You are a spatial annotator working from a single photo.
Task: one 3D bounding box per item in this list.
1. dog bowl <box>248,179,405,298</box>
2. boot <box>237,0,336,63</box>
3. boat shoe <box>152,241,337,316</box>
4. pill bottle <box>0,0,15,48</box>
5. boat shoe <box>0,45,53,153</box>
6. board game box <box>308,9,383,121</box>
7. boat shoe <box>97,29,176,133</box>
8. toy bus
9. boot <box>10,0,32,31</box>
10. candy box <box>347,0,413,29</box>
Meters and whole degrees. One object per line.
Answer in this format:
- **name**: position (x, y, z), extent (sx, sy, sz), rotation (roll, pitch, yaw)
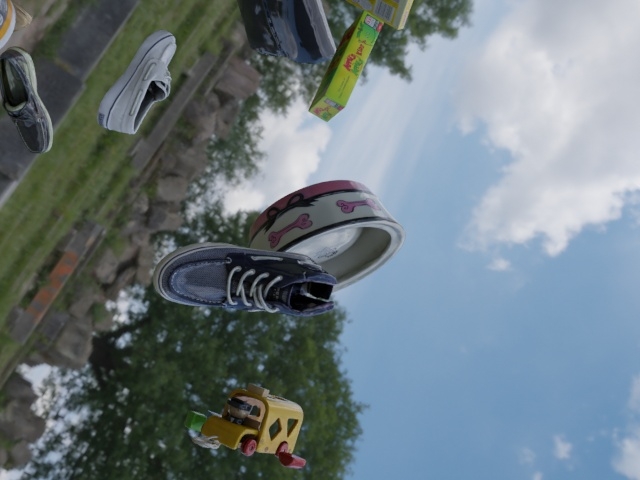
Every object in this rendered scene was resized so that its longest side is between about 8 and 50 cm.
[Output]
- **dog bowl**: position (0.000, 0.000, 1.834), extent (0.408, 0.408, 0.150), rotation (-41, -120, 35)
- **boot**: position (-0.026, -0.505, 1.469), extent (0.146, 0.367, 0.445), rotation (-54, 162, -18)
- **boat shoe**: position (-0.130, 0.078, 1.359), extent (0.158, 0.341, 0.127), rotation (26, -66, 60)
- **pill bottle**: position (-0.668, -0.442, 1.231), extent (0.162, 0.162, 0.278), rotation (-58, 160, -10)
- **boat shoe**: position (-0.614, -0.279, 1.476), extent (0.073, 0.080, 0.223), rotation (-66, 154, -62)
- **board game box**: position (0.045, -0.309, 1.287), extent (0.181, 0.043, 0.092), rotation (-67, -166, -15)
- **boat shoe**: position (-0.345, -0.318, 1.452), extent (0.096, 0.088, 0.267), rotation (108, 6, -53)
- **toy bus**: position (-0.115, 0.295, 1.203), extent (0.202, 0.191, 0.104), rotation (164, -55, -74)
- **boot**: position (-0.954, -0.662, 1.931), extent (0.236, 0.269, 0.089), rotation (12, -105, 24)
- **candy box**: position (0.110, -0.546, 1.548), extent (0.027, 0.206, 0.105), rotation (-26, 145, -47)
